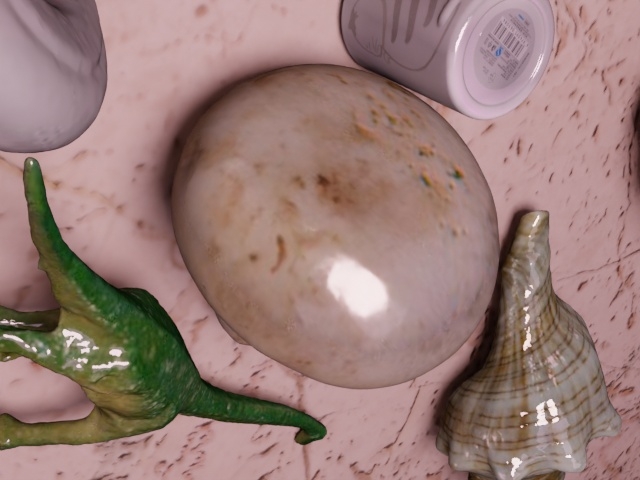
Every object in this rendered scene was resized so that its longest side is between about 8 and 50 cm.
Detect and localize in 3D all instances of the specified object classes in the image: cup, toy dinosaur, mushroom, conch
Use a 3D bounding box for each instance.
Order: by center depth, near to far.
[{"bbox_3d":[0.088,-0.169,0.566,0.099,0.133,0.136,-23,128,-23],"label":"cup"},{"bbox_3d":[0.000,0.000,0.590,0.244,0.243,0.243,-15,125,-23],"label":"mushroom"},{"bbox_3d":[-0.090,0.094,0.593,0.301,0.087,0.447,3,148,-14],"label":"toy dinosaur"},{"bbox_3d":[0.239,0.162,0.846,0.203,0.170,0.386,-21,133,-52],"label":"conch"}]

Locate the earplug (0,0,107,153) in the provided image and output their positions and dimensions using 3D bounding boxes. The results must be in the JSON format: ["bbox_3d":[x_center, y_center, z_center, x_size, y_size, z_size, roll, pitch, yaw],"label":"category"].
[{"bbox_3d":[-0.230,-0.157,0.344,0.326,0.214,0.175,29,119,-35],"label":"earplug"}]
